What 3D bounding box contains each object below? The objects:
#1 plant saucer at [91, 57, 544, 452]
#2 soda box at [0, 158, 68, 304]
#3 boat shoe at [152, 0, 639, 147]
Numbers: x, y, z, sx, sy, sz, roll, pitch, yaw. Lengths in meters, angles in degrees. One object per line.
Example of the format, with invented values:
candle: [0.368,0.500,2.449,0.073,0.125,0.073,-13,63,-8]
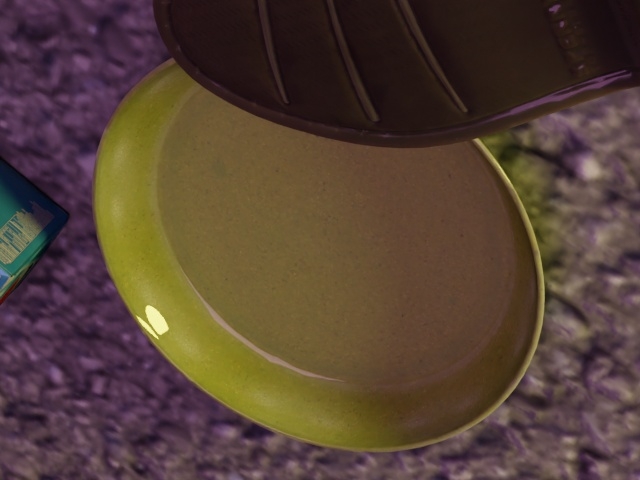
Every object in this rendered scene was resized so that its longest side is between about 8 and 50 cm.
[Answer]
plant saucer: [0.000,0.000,0.877,0.241,0.037,0.241,12,126,17]
soda box: [-0.246,-0.043,0.946,0.210,0.067,0.071,40,129,-3]
boat shoe: [0.083,-0.114,0.723,0.307,0.104,0.111,0,130,24]
